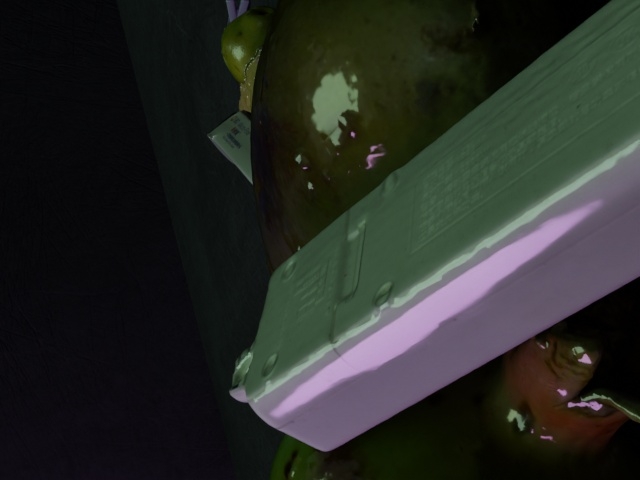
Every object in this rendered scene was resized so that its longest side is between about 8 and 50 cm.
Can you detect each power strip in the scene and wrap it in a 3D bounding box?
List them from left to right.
[{"bbox_3d":[0.068,-0.003,0.407,0.338,0.058,0.098,-38,30,37],"label":"power strip"}]

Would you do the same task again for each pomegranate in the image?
[{"bbox_3d":[0.106,0.146,0.506,0.286,0.230,0.231,-37,64,44],"label":"pomegranate"}]

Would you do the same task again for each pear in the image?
[{"bbox_3d":[-0.068,-0.209,1.042,0.092,0.092,0.097,-124,25,-55],"label":"pear"}]

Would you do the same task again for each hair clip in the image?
[{"bbox_3d":[-0.116,-0.293,1.256,0.115,0.030,0.039,119,137,-69],"label":"hair clip"}]

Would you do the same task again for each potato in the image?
[{"bbox_3d":[0.044,-0.057,0.573,0.307,0.173,0.210,99,155,-47],"label":"potato"}]

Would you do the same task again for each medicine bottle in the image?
[{"bbox_3d":[-0.008,-0.035,0.870,0.171,0.052,0.201,43,-178,-30],"label":"medicine bottle"}]

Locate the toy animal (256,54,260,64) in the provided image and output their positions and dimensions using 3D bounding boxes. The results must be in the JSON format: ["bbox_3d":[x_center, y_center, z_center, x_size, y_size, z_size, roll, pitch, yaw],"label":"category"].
[{"bbox_3d":[0.013,-0.111,0.770,0.150,0.089,0.083,41,172,-14],"label":"toy animal"}]

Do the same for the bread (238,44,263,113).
[{"bbox_3d":[-0.034,-0.134,0.996,0.106,0.082,0.125,60,150,22],"label":"bread"}]
